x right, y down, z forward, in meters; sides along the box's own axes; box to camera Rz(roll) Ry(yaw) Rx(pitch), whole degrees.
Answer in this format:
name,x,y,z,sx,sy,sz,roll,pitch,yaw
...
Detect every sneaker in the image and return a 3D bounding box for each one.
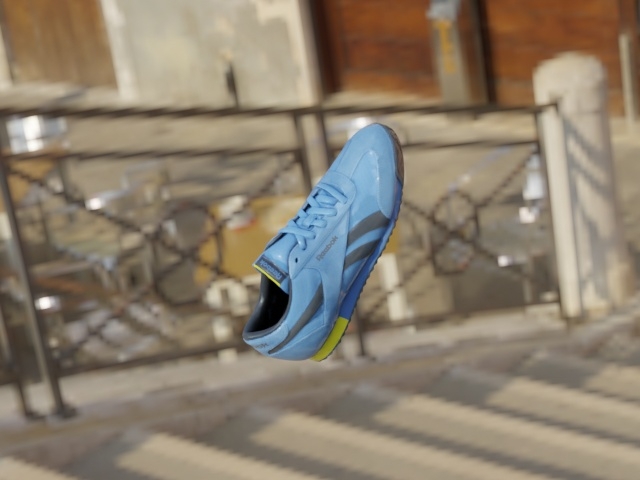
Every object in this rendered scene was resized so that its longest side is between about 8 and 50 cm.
name,x,y,z,sx,sy,sz,roll,pitch,yaw
sneaker,0.000,0.000,1.502,0.082,0.209,0.069,15,12,-38
